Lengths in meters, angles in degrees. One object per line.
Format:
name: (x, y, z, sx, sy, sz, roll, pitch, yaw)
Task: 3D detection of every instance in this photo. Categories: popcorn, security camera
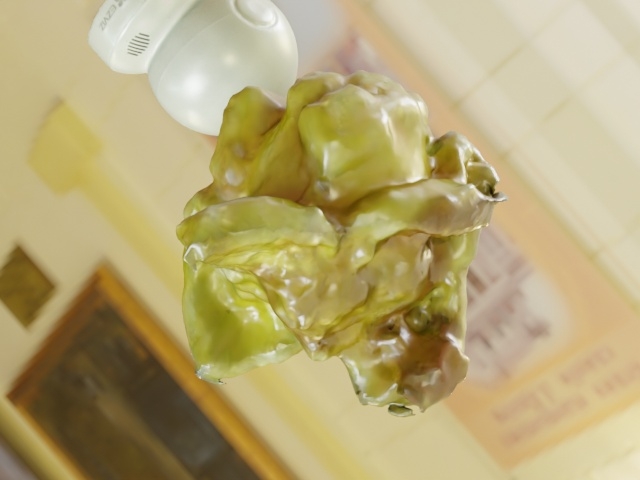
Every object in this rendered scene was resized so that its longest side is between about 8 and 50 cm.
popcorn: (-0.009, -0.007, 1.756, 0.326, 0.321, 0.290, -47, -149, 26)
security camera: (-0.142, -0.235, 2.307, 0.194, 0.236, 0.194, -49, 173, -8)
